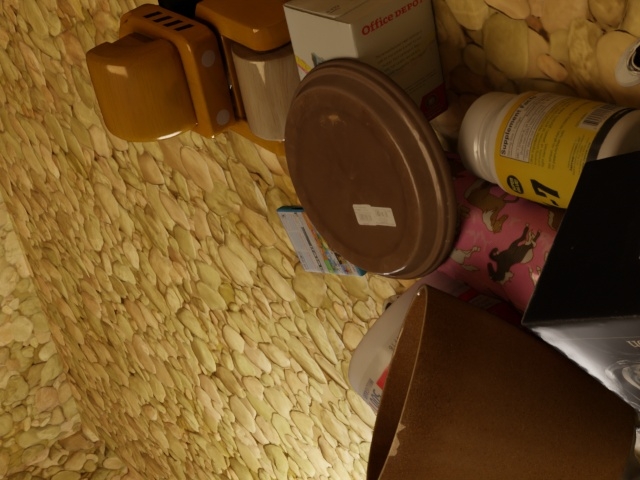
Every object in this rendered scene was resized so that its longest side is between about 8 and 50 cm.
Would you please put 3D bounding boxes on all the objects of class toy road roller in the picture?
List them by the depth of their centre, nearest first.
[{"bbox_3d":[-0.171,-0.227,1.608,0.330,0.241,0.202,29,143,41],"label":"toy road roller"}]

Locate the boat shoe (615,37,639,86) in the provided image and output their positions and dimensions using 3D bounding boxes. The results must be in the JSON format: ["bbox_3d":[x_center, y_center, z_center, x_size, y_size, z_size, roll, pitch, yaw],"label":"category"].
[{"bbox_3d":[0.312,-0.176,1.116,0.035,0.035,0.100,53,152,5],"label":"boat shoe"}]

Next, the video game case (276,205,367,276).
[{"bbox_3d":[0.000,0.000,1.831,0.166,0.015,0.119,4,123,57],"label":"video game case"}]

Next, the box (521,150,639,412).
[{"bbox_3d":[0.407,0.065,0.934,0.312,0.179,0.343,35,158,-23],"label":"box"}]

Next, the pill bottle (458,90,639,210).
[{"bbox_3d":[0.254,-0.094,1.210,0.208,0.119,0.119,21,137,48],"label":"pill bottle"}]

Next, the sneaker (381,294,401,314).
[{"bbox_3d":[0.150,0.157,1.734,0.170,0.068,0.071,60,169,9],"label":"sneaker"}]

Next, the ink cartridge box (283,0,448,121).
[{"bbox_3d":[0.056,-0.219,1.377,0.127,0.128,0.176,26,140,44],"label":"ink cartridge box"}]

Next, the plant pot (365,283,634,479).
[{"bbox_3d":[0.202,0.196,1.262,0.254,0.237,0.237,16,147,0],"label":"plant pot"}]

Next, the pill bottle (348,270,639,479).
[{"bbox_3d":[0.247,0.238,1.465,0.408,0.229,0.229,44,151,21],"label":"pill bottle"}]

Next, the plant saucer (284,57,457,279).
[{"bbox_3d":[0.047,-0.074,1.336,0.278,0.041,0.277,34,139,36],"label":"plant saucer"}]

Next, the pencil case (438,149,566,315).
[{"bbox_3d":[0.213,0.004,1.344,0.386,0.160,0.167,29,125,41],"label":"pencil case"}]
